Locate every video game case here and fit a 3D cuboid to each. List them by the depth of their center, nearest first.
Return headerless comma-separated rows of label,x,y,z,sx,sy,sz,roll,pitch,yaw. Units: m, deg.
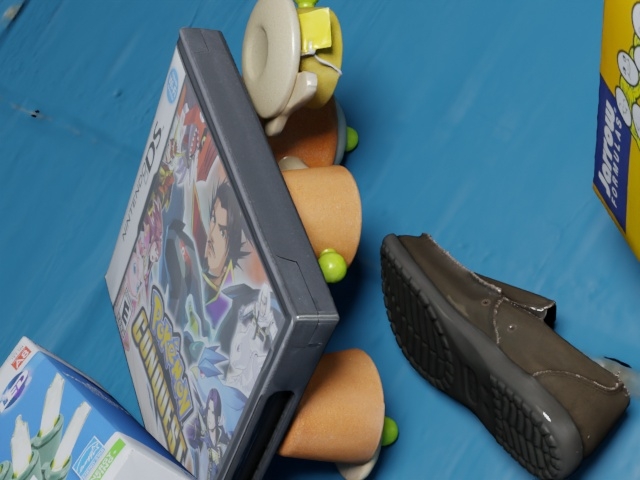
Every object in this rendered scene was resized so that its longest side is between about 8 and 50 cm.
video game case,-0.081,0.036,0.889,0.275,0.035,0.248,-113,35,-41

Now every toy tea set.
toy tea set,0.000,0.000,0.911,0.200,0.124,0.336,152,116,-61

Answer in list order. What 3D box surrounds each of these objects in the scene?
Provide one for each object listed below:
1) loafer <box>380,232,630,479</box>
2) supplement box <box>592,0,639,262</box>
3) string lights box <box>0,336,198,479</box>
loafer,0.112,0.064,0.830,0.078,0.080,0.220,-22,44,-20
supplement box,0.293,0.007,0.616,0.195,0.194,0.356,-18,51,-6
string lights box,-0.179,0.170,0.897,0.133,0.077,0.259,-56,29,-6
